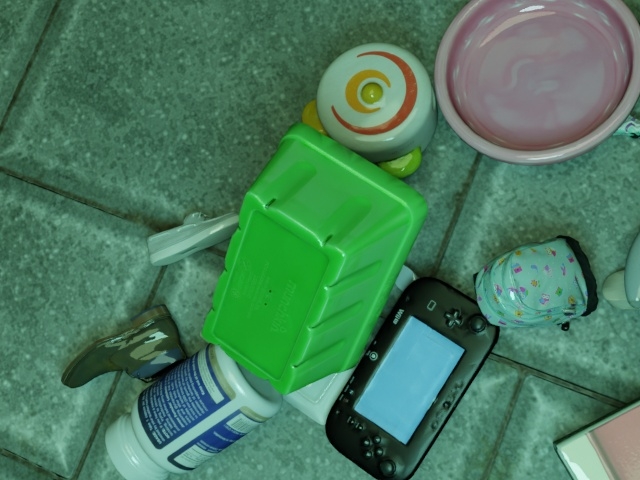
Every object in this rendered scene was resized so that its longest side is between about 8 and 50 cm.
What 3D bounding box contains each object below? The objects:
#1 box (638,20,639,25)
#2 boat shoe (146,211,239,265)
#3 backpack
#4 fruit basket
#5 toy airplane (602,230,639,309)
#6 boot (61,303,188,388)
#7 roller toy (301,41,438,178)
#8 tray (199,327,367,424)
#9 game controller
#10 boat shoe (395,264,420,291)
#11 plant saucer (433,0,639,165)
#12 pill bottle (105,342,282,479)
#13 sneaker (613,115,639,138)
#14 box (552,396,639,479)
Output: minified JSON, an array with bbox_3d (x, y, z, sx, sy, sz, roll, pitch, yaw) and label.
[{"bbox_3d":[0.612,-0.317,1.430,0.156,0.093,0.158,-34,74,15],"label":"box"},{"bbox_3d":[-0.218,-0.016,1.579,0.184,0.066,0.063,-25,75,16],"label":"boat shoe"},{"bbox_3d":[0.324,0.063,1.383,0.182,0.115,0.152,-9,69,-27],"label":"backpack"},{"bbox_3d":[0.000,0.000,1.408,0.283,0.392,0.392,33,87,15],"label":"fruit basket"},{"bbox_3d":[0.578,0.026,1.222,0.386,0.384,0.272,-26,98,14],"label":"toy airplane"},{"bbox_3d":[-0.331,0.210,1.541,0.219,0.082,0.106,-36,71,1],"label":"boot"},{"bbox_3d":[0.092,-0.224,1.507,0.209,0.146,0.191,25,84,17],"label":"roller toy"},{"bbox_3d":[-0.065,0.173,1.518,0.270,0.030,0.145,33,86,17],"label":"tray"},{"bbox_3d":[0.141,0.219,1.429,0.166,0.067,0.319,32,92,11],"label":"game controller"},{"bbox_3d":[0.157,0.077,1.487,0.100,0.035,0.035,43,101,9],"label":"boat shoe"},{"bbox_3d":[0.354,-0.271,1.479,0.332,0.084,0.332,-5,74,18],"label":"plant saucer"},{"bbox_3d":[-0.205,0.276,1.454,0.265,0.153,0.153,-35,73,13],"label":"pill bottle"},{"bbox_3d":[0.495,-0.202,1.472,0.098,0.038,0.069,4,80,13],"label":"sneaker"},{"bbox_3d":[0.470,0.297,1.314,0.232,0.148,0.126,-30,75,5],"label":"box"}]
